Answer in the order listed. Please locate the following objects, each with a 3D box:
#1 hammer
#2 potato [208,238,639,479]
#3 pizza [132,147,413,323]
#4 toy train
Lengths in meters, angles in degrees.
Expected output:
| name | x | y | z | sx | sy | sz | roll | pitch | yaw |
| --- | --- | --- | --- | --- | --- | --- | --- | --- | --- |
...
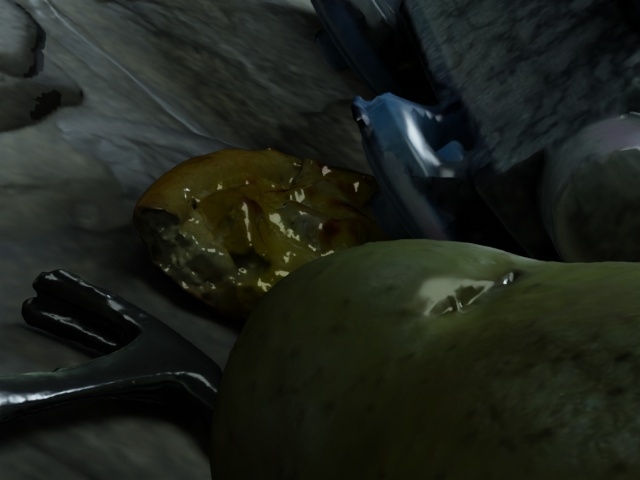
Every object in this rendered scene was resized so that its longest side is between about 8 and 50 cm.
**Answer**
| name | x | y | z | sx | sy | sz | roll | pitch | yaw |
| --- | --- | --- | --- | --- | --- | --- | --- | --- | --- |
| hammer | -0.095 | 0.040 | 0.489 | 0.078 | 0.021 | 0.201 | 37 | 22 | 26 |
| potato | 0.052 | 0.067 | 0.430 | 0.194 | 0.157 | 0.157 | 29 | 18 | 39 |
| pizza | 0.000 | -0.001 | 0.676 | 0.099 | 0.036 | 0.160 | 36 | 23 | 23 |
| toy train | 0.097 | -0.025 | 0.669 | 0.202 | 0.131 | 0.299 | 51 | 13 | -22 |
